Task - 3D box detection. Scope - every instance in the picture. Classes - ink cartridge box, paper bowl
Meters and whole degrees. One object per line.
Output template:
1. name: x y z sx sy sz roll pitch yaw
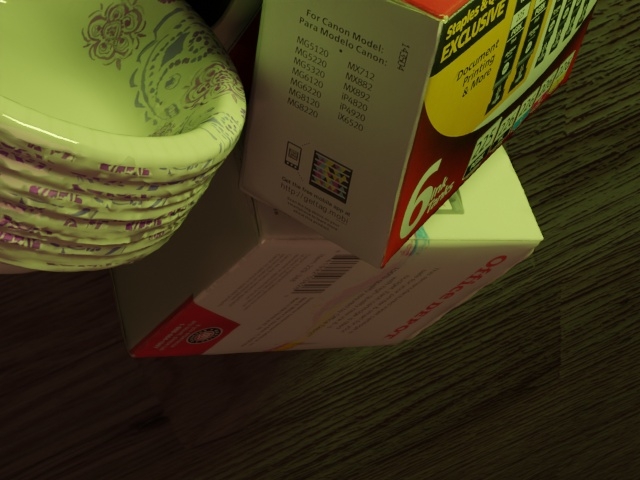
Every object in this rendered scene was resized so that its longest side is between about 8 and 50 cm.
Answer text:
1. ink cartridge box: 0.094 -0.181 0.789 0.309 0.130 0.271 -43 155 -40
2. ink cartridge box: 0.000 0.000 0.983 0.306 0.131 0.226 0 152 -40
3. paper bowl: -0.200 -0.092 0.682 0.284 0.284 0.148 12 127 -41

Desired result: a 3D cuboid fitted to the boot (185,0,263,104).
1. boot: -0.025 -0.169 0.876 0.176 0.088 0.244 -3 142 -31
